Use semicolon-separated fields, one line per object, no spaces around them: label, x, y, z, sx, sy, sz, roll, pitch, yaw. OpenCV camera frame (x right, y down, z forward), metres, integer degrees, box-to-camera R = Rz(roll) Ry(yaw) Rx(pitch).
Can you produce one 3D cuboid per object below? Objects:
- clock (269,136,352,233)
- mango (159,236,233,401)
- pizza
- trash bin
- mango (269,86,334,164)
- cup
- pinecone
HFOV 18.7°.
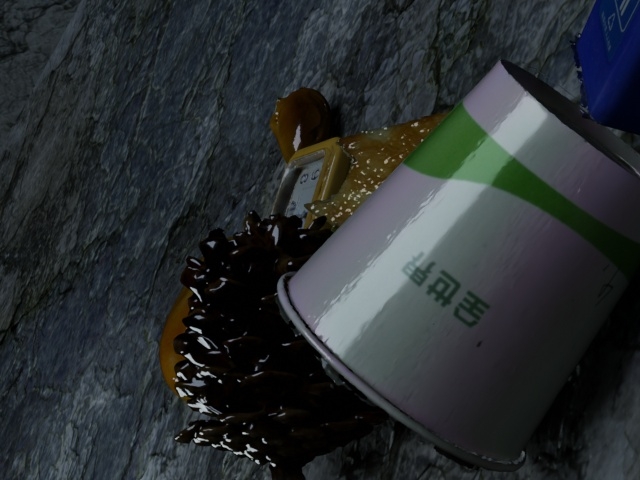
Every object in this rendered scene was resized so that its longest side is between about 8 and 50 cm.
clock;0.000;0.000;2.088;0.143;0.096;0.202;-19;51;65
mango;-0.107;0.086;2.212;0.151;0.120;0.221;-35;31;55
pizza;0.084;-0.048;1.936;0.262;0.034;0.181;-3;66;45
trash bin;0.308;-0.190;1.502;0.162;0.184;0.234;-91;21;-46
mango;-0.019;-0.129;2.297;0.077;0.063;0.127;-45;35;32
cup;0.138;0.012;1.585;0.274;0.253;0.253;-54;25;14
pinecone;-0.035;0.103;1.892;0.224;0.224;0.272;-15;71;63
